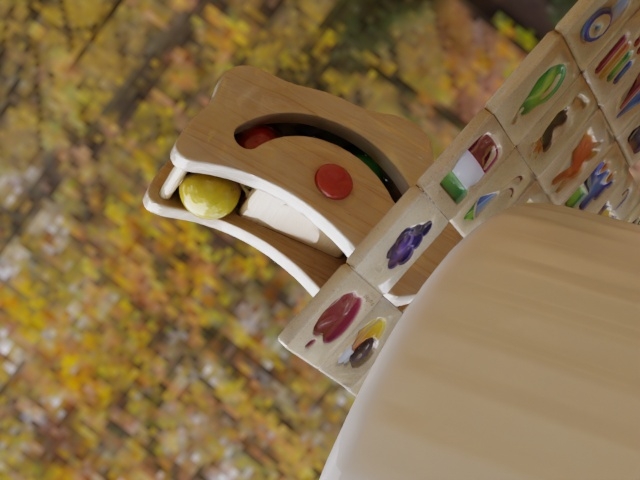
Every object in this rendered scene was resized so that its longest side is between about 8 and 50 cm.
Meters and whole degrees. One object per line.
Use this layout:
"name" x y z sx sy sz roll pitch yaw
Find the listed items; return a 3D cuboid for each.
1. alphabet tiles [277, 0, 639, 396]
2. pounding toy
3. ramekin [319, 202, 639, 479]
"alphabet tiles" 0.087 -0.001 0.828 0.009 0.198 0.237 41 179 25
"pounding toy" 0.000 0.000 1.385 0.269 0.155 0.154 18 -126 -15
"ramekin" 0.088 0.121 0.673 0.135 0.277 0.277 20 -174 19
